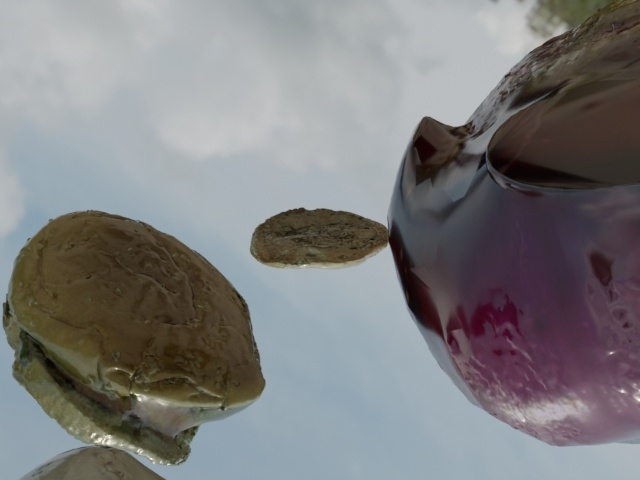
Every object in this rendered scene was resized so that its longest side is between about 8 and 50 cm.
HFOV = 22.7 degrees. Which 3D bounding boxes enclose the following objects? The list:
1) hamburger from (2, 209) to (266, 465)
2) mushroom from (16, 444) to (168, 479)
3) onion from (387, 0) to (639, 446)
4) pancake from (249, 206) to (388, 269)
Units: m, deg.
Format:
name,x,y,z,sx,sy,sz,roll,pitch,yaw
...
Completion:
name,x,y,z,sx,sy,sz,roll,pitch,yaw
hamburger,-0.183,0.088,1.603,0.265,0.134,0.285,26,-158,-32
mushroom,-0.175,0.197,1.064,0.116,0.225,0.093,31,-132,-49
onion,0.261,0.041,1.128,0.398,0.398,0.420,-88,-24,-68
pancake,0.000,0.000,1.491,0.139,0.022,0.139,0,-160,0
